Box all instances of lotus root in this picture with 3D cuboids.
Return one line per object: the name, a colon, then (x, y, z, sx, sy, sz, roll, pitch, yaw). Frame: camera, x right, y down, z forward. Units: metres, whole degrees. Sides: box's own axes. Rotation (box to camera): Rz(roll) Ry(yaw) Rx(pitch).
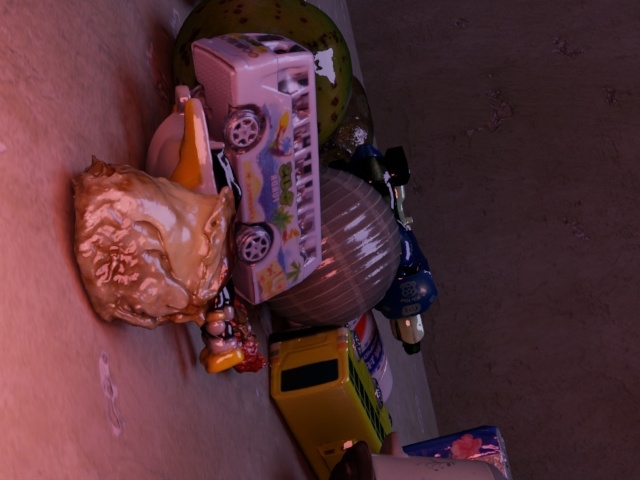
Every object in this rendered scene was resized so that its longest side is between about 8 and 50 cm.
lotus root: (0.031, -0.233, 2.524, 0.274, 0.152, 0.160, -91, 173, -46)

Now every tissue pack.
tissue pack: (0.206, 0.421, 2.260, 0.209, 0.270, 0.137, 40, 38, -73)

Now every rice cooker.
rice cooker: (0.114, 0.414, 1.704, 0.264, 0.317, 0.316, 127, -47, -71)

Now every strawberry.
strawberry: (-0.104, 0.118, 1.575, 0.152, 0.048, 0.103, 151, -82, -83)

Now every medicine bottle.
medicine bottle: (0.035, 0.171, 2.016, 0.341, 0.130, 0.130, 71, 10, -54)

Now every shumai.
shumai: (-0.149, -0.004, 1.194, 0.184, 0.142, 0.184, -13, 90, -84)

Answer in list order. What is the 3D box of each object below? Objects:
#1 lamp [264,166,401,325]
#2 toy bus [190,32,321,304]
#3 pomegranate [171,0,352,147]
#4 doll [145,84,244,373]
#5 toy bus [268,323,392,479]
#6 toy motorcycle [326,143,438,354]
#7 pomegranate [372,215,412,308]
lamp: (-0.002, 0.002, 1.777, 0.265, 0.233, 0.233, -37, 114, -60)
toy bus: (-0.073, -0.091, 1.508, 0.109, 0.136, 0.329, 38, -40, 44)
pomegranate: (-0.075, -0.201, 1.654, 0.254, 0.254, 0.270, -86, 171, -62)
doll: (-0.135, -0.015, 1.403, 0.145, 0.103, 0.316, -35, 116, -75)
toy bus: (0.020, 0.249, 1.862, 0.150, 0.128, 0.262, -92, 164, -46)
toy motorcycle: (0.106, 0.010, 1.956, 0.196, 0.125, 0.331, 100, -24, -75)
pomegranate: (0.037, 0.021, 2.162, 0.248, 0.214, 0.214, 11, 59, -40)
